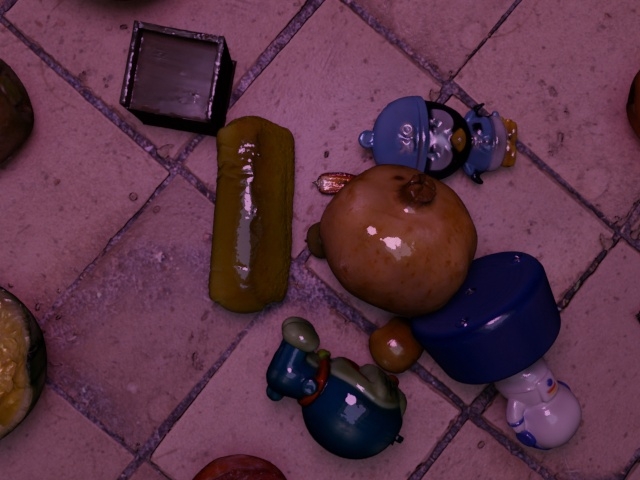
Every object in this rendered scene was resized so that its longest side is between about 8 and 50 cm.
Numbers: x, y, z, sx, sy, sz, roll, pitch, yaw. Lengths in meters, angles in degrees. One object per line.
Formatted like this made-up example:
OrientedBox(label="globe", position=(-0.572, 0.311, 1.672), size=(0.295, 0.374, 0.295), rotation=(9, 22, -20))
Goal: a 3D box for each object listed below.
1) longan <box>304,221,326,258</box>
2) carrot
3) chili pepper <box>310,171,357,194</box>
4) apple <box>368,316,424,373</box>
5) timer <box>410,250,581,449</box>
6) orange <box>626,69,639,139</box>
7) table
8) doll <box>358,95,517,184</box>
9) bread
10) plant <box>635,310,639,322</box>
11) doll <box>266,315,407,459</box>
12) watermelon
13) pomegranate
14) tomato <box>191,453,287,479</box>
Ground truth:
OrientedBox(label="longan", position=(0.000, 0.000, 1.312), size=(0.083, 0.075, 0.075), rotation=(-8, 90, 39))
OrientedBox(label="carrot", position=(-0.726, -0.212, 1.216), size=(0.340, 0.224, 0.224), rotation=(-24, 90, 5))
OrientedBox(label="chili pepper", position=(0.068, -0.118, 1.328), size=(0.178, 0.027, 0.045), rotation=(-1, 94, -1))
OrientedBox(label="apple", position=(0.153, 0.207, 1.294), size=(0.114, 0.099, 0.102), rotation=(-44, 89, 2))
OrientedBox(label="timer", position=(0.374, 0.244, 1.249), size=(0.270, 0.270, 0.384), rotation=(-33, 105, -2))
OrientedBox(label="orange", position=(0.725, -0.271, 1.248), size=(0.246, 0.246, 0.246), rotation=(0, 90, -2))
OrientedBox(label="table", position=(-0.264, -0.308, 1.237), size=(0.169, 0.193, 0.173), rotation=(10, 90, -1))
OrientedBox(label="doll", position=(0.230, -0.196, 1.279), size=(0.313, 0.141, 0.177), rotation=(0, 94, -5))
OrientedBox(label="bread", position=(-0.124, -0.049, 1.256), size=(0.166, 0.112, 0.384), rotation=(3, 90, -34))
OrientedBox(label="plant", position=(0.726, 0.197, 1.325), size=(0.174, 0.087, 0.085), rotation=(49, 118, 4))
OrientedBox(label="doll", position=(0.029, 0.294, 1.239), size=(0.322, 0.198, 0.186), rotation=(35, 89, 0))
OrientedBox(label="watermelon", position=(-0.659, 0.222, 1.230), size=(0.330, 0.189, 0.331), rotation=(2, 100, 12))
OrientedBox(label="pomegranate", position=(0.138, 0.001, 1.196), size=(0.307, 0.307, 0.307), rotation=(0, 90, -2))
OrientedBox(label="tomato", position=(-0.180, 0.509, 1.264), size=(0.233, 0.139, 0.201), rotation=(13, 97, -36))
